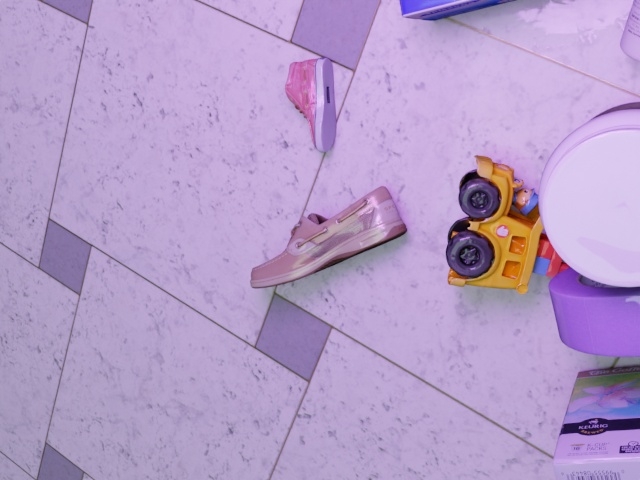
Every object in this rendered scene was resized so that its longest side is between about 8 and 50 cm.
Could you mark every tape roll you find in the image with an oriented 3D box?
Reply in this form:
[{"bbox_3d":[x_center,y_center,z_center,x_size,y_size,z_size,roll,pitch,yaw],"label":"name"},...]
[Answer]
[{"bbox_3d":[0.490,0.083,1.045,0.274,0.275,0.090,-11,99,29],"label":"tape roll"}]

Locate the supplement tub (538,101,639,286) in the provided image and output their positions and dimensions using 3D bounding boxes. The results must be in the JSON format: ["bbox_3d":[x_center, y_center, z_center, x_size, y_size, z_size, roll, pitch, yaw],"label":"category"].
[{"bbox_3d":[0.445,-0.073,0.999,0.235,0.325,0.236,7,106,26],"label":"supplement tub"}]

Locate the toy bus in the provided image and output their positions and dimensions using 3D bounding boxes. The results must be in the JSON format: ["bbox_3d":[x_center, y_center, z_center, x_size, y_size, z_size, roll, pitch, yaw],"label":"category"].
[{"bbox_3d":[0.327,-0.020,1.189,0.211,0.149,0.220,12,106,11],"label":"toy bus"}]

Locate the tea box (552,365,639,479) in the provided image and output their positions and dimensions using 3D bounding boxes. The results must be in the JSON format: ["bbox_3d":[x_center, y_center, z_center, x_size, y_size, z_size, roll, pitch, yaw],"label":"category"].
[{"bbox_3d":[0.556,0.341,1.049,0.329,0.323,0.220,-12,98,28],"label":"tea box"}]

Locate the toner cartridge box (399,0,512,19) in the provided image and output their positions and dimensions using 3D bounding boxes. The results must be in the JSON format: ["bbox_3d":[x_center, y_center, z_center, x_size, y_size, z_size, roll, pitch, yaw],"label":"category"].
[{"bbox_3d":[0.307,-0.416,1.075,0.347,0.165,0.075,-5,100,29],"label":"toner cartridge box"}]

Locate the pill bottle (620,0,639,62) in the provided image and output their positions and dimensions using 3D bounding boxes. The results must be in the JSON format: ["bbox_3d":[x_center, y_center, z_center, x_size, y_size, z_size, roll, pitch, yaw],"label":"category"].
[{"bbox_3d":[0.516,-0.365,0.970,0.131,0.131,0.229,21,127,21],"label":"pill bottle"}]

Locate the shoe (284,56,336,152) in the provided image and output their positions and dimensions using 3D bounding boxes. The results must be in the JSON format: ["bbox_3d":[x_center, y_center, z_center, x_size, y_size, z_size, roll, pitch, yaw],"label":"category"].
[{"bbox_3d":[-0.019,-0.258,1.344,0.081,0.063,0.178,3,99,28],"label":"shoe"}]

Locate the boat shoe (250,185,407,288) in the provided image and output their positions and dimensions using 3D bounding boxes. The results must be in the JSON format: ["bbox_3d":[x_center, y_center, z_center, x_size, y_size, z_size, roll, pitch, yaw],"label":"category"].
[{"bbox_3d":[0.000,0.000,1.374,0.341,0.121,0.110,-24,87,20],"label":"boat shoe"}]
